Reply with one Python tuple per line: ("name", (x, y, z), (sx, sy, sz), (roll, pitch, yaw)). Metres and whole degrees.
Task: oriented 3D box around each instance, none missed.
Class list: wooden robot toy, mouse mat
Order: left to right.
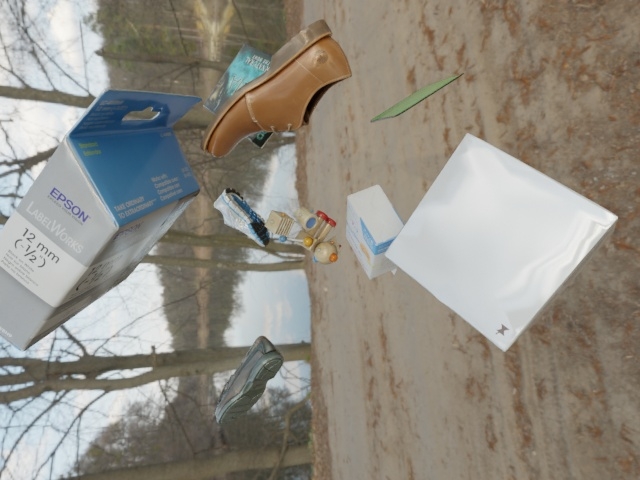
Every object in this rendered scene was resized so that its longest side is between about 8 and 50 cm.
("wooden robot toy", (0.000, 0.000, 0.665), (0.076, 0.173, 0.079), (-54, 48, 2))
("mouse mat", (0.187, -0.284, 0.867), (0.007, 0.153, 0.189), (58, 179, -16))

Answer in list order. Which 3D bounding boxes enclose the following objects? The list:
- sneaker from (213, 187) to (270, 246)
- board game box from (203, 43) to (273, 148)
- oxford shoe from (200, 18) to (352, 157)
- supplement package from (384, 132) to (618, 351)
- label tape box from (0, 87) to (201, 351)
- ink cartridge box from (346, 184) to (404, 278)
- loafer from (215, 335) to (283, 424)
("sneaker", (-0.218, -0.053, 1.186), (0.083, 0.190, 0.071), (-33, 13, 29))
("board game box", (-0.105, -0.228, 0.663), (0.126, 0.026, 0.186), (-54, 47, 5))
("oxford shoe", (-0.057, -0.148, 0.492), (0.212, 0.076, 0.076), (-30, 13, 30))
("supplement package", (0.272, 0.002, 0.628), (0.199, 0.263, 0.198), (41, 110, 27))
("label tape box", (-0.287, -0.041, 0.603), (0.348, 0.115, 0.249), (-43, 8, 17))
("ink cartridge box", (0.094, -0.002, 0.764), (0.181, 0.062, 0.104), (85, 161, -63))
("loafer", (-0.187, 0.354, 1.086), (0.267, 0.096, 0.084), (-53, 51, 19))
